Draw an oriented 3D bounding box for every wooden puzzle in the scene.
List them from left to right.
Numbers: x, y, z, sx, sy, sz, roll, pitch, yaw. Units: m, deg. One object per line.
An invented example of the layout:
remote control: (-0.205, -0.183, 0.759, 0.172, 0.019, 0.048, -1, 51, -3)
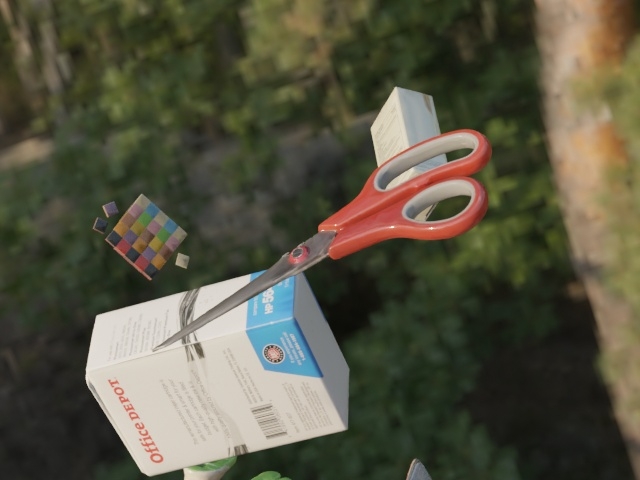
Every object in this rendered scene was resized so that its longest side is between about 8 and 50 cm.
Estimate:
wooden puzzle: (-0.138, -0.003, 1.485, 0.049, 0.083, 0.006, -53, 15, -24)

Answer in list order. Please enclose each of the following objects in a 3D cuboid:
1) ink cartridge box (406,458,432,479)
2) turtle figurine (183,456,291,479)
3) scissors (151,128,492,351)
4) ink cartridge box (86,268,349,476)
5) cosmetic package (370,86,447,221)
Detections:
ink cartridge box: (0.049, 0.387, 1.658, 0.130, 0.309, 0.272, -3, 42, 31)
turtle figurine: (-0.080, 0.380, 2.215, 0.274, 0.266, 0.198, -2, 22, -19)
scissors: (0.000, 0.000, 1.454, 0.297, 0.021, 0.109, -24, 42, 13)
ink cartridge box: (-0.092, 0.120, 1.713, 0.203, 0.148, 0.086, -14, 38, 14)
cosmetic package: (0.082, -0.080, 1.725, 0.041, 0.115, 0.060, 13, -46, -21)
